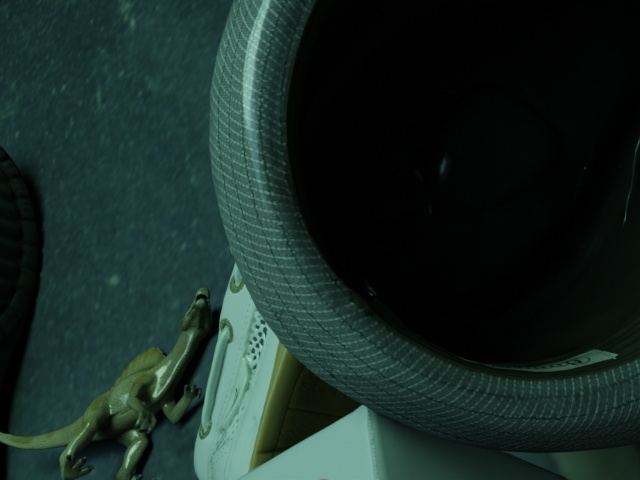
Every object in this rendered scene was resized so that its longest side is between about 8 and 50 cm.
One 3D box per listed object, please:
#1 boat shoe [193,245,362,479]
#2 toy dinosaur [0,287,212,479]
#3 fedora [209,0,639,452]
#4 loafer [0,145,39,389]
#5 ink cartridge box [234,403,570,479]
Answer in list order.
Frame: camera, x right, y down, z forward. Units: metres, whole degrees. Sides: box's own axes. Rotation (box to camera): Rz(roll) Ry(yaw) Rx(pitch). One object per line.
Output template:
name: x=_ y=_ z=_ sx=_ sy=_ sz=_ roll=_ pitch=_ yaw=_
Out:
boat shoe: x=0.000 y=0.000 z=0.659 sx=0.096 sy=0.098 sz=0.277 roll=16 pitch=84 yaw=51
toy dinosaur: x=-0.116 y=0.102 z=0.792 sx=0.183 sy=0.053 sz=0.092 roll=-35 pitch=31 yaw=22
fedora: x=0.085 y=-0.051 z=0.535 sx=0.275 sy=0.244 sz=0.124 roll=-52 pitch=3 yaw=-9
loafer: x=-0.284 y=0.085 z=0.915 sx=0.130 sy=0.134 sz=0.366 roll=-23 pitch=54 yaw=41
ink cartridge box: x=-0.032 y=0.232 z=0.544 sx=0.306 sy=0.131 sz=0.226 roll=-37 pitch=45 yaw=33
